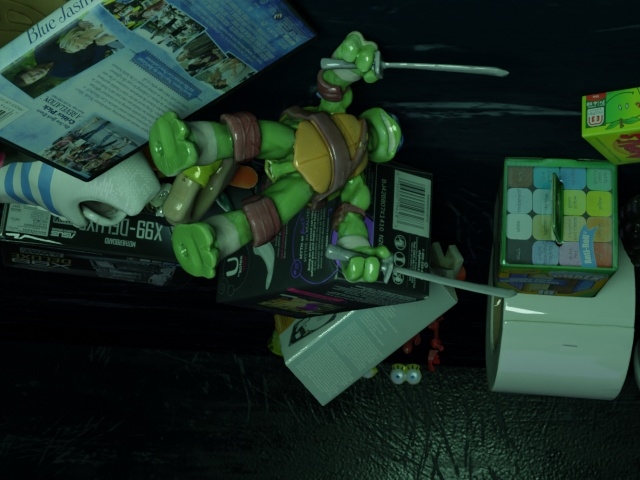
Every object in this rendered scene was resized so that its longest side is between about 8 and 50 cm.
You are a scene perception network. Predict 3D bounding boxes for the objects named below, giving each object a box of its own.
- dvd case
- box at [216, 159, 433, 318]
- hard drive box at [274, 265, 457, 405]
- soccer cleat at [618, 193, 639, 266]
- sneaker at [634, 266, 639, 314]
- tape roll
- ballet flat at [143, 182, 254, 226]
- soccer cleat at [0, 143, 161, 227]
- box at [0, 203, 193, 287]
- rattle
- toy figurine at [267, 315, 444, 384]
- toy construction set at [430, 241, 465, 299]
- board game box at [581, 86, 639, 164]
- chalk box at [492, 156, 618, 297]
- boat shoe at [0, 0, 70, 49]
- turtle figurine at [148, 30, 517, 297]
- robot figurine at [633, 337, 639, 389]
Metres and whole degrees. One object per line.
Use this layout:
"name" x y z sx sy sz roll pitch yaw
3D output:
"dvd case" -0.143 -0.139 0.745 0.253 0.022 0.180 -30 157 14
"box" 0.000 0.000 1.198 0.143 0.165 0.270 14 164 -35
"hard drive box" 0.056 0.097 1.330 0.089 0.232 0.181 51 -176 -18
"soccer cleat" 0.440 -0.048 1.041 0.116 0.109 0.318 -14 167 -10
"sneaker" 0.519 0.079 1.603 0.097 0.084 0.234 -18 178 -29
"tape roll" 0.326 0.095 1.320 0.169 0.246 0.246 3 166 4
"ballet flat" -0.171 -0.052 1.250 0.074 0.074 0.203 16 168 -40
"soccer cleat" -0.287 -0.063 1.011 0.143 0.116 0.331 49 153 -24
"box" -0.352 0.007 1.526 0.307 0.077 0.242 8 166 -16
"rattle" -0.161 -0.090 1.096 0.142 0.130 0.200 14 -166 8
"toy figurine" 0.062 0.130 1.889 0.362 0.191 0.217 7 138 20
"toy construction set" 0.061 0.073 1.506 0.327 0.215 0.151 1 -152 -8
"board game box" 0.347 -0.113 0.879 0.181 0.043 0.092 -5 163 35
"chalk box" 0.275 -0.018 1.110 0.132 0.132 0.213 3 168 7
"boat shoe" -0.318 -0.148 0.861 0.342 0.123 0.123 -17 -172 31
"turtle figurine" 0.012 -0.065 0.810 0.266 0.274 0.198 -19 137 -32
"robot figurine" 0.590 0.152 1.417 0.199 0.300 0.353 35 147 25
